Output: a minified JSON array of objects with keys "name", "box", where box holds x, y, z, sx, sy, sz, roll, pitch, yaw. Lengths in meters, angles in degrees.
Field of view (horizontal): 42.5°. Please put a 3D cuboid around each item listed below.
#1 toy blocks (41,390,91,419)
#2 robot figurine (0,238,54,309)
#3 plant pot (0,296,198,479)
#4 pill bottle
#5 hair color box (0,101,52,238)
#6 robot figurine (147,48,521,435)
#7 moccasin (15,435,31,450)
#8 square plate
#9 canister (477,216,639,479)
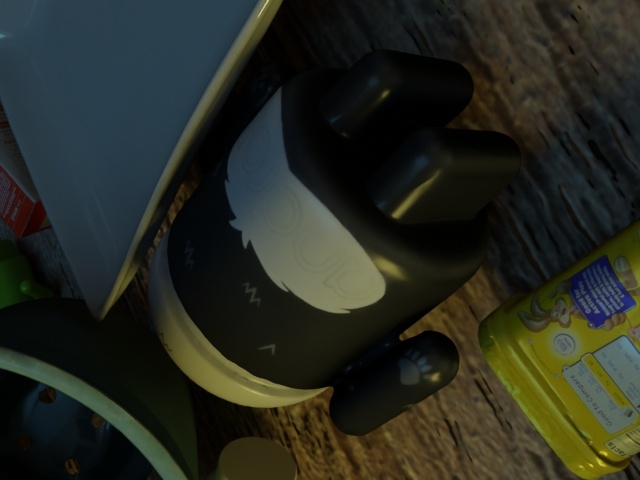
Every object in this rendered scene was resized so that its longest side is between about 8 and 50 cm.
[{"name":"toy blocks","box":[-0.288,0.158,0.823,0.123,0.148,0.054,18,116,29]},{"name":"robot figurine","box":[-0.332,0.059,0.870,0.101,0.067,0.115,-16,97,14]},{"name":"plant pot","box":[-0.229,0.196,0.613,0.341,0.334,0.341,0,98,-3]},{"name":"pill bottle","box":[-0.073,0.264,0.744,0.094,0.094,0.169,28,120,24]},{"name":"hair color box","box":[-0.288,-0.086,0.772,0.167,0.093,0.053,47,126,13]},{"name":"robot figurine","box":[0.001,-0.002,0.556,0.173,0.209,0.278,30,129,-20]},{"name":"moccasin","box":[-0.370,0.205,0.911,0.139,0.147,0.380,-37,78,29]},{"name":"square plate","box":[-0.155,-0.177,0.623,0.347,0.049,0.344,-54,53,35]},{"name":"canister","box":[0.199,0.054,0.496,0.170,0.073,0.126,-42,81,36]}]
